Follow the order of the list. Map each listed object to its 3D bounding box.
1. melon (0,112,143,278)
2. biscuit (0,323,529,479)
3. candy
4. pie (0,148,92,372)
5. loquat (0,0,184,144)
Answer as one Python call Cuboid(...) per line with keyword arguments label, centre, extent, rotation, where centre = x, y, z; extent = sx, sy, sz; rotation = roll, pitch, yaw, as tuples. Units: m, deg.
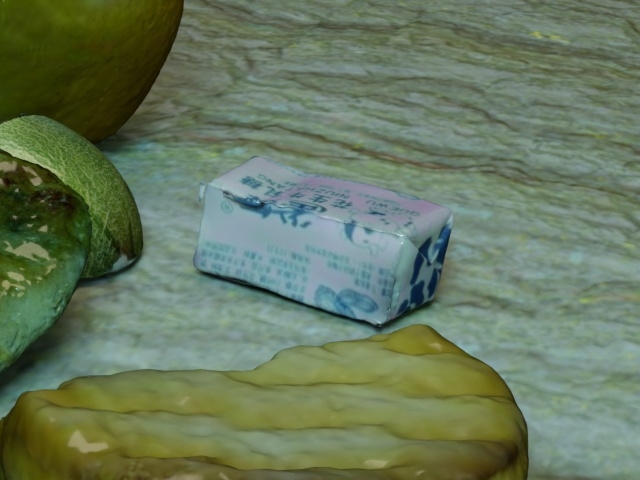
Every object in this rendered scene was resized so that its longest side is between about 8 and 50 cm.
Cuboid(label="melon", centre=(-0.177, -0.031, 1.258), extent=(0.128, 0.079, 0.160), rotation=(26, 26, 22))
Cuboid(label="biscuit", centre=(-0.017, 0.120, 0.932), extent=(0.274, 0.091, 0.213), rotation=(-2, 22, -27))
Cuboid(label="candy", centre=(0.000, 0.000, 1.252), extent=(0.160, 0.073, 0.092), rotation=(16, 19, 20))
Cuboid(label="pie", centre=(-0.276, 0.007, 1.096), extent=(0.277, 0.079, 0.277), rotation=(5, 30, -3))
Cuboid(label="loquat", centre=(-0.249, -0.183, 1.383), extent=(0.276, 0.276, 0.284), rotation=(17, 35, 21))
